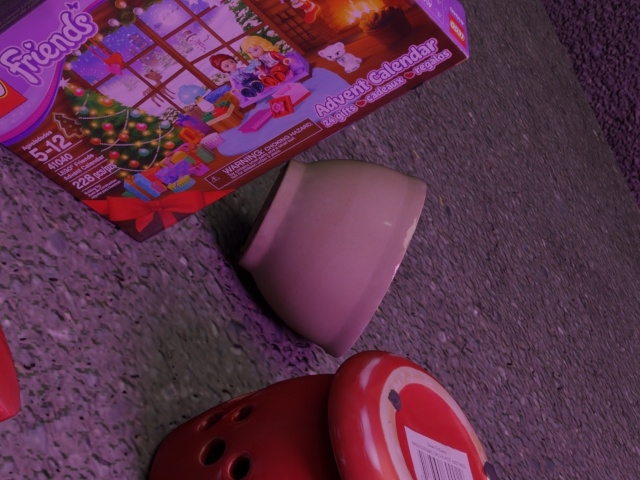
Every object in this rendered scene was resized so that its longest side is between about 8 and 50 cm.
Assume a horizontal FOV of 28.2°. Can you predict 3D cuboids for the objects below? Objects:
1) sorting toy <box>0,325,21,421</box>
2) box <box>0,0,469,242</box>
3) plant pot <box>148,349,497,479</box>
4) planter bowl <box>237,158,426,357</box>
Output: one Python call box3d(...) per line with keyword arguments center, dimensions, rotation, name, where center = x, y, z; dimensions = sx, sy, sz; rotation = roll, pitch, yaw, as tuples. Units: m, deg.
box3d(center=(-0.218, -0.029, 0.547), dimensions=(0.255, 0.089, 0.257), rotation=(73, -7, -56), name="sorting toy")
box3d(center=(-0.080, -0.125, 0.827), dimensions=(0.201, 0.293, 0.057), rotation=(39, 36, -36), name="box")
box3d(center=(0.011, 0.172, 0.829), dimensions=(0.191, 0.174, 0.191), rotation=(43, 28, -30), name="plant pot")
box3d(center=(0.000, 0.000, 1.030), dimensions=(0.109, 0.162, 0.162), rotation=(26, 33, -6), name="planter bowl")
